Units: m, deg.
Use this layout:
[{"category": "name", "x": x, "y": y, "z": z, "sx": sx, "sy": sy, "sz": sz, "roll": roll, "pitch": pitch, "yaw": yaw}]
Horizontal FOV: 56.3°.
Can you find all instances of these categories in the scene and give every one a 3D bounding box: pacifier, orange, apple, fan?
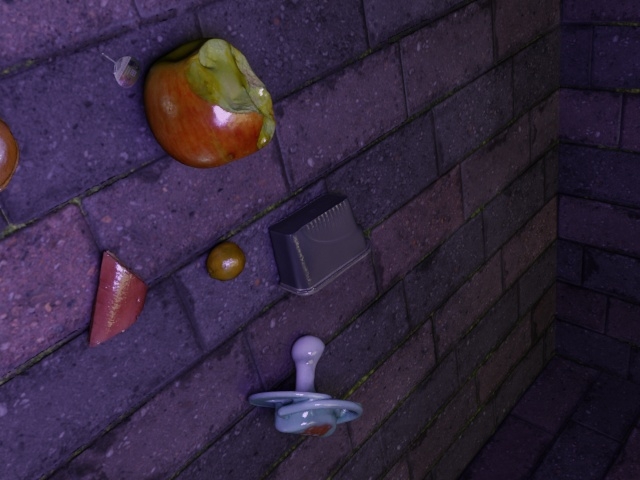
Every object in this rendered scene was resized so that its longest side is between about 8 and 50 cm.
[{"category": "pacifier", "x": -0.024, "y": 0.387, "z": 1.612, "sx": 0.343, "sy": 0.288, "sz": 0.269, "roll": 29, "pitch": 56, "yaw": -52}, {"category": "orange", "x": -0.217, "y": 0.050, "z": 1.371, "sx": 0.095, "sy": 0.085, "sz": 0.085, "roll": -39, "pitch": 130, "yaw": -21}, {"category": "apple", "x": -0.209, "y": -0.264, "z": 1.142, "sx": 0.246, "sy": 0.246, "sz": 0.226, "roll": -36, "pitch": 120, "yaw": -33}, {"category": "fan", "x": -0.368, "y": -0.329, "z": 1.125, "sx": 0.060, "sy": 0.003, "sz": 0.080, "roll": -44, "pitch": 132, "yaw": -28}]

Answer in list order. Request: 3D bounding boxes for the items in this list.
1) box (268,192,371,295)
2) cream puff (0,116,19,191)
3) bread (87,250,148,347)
[{"category": "box", "x": 0.000, "y": 0.000, "z": 1.551, "sx": 0.274, "sy": 0.138, "sz": 0.178, "roll": -35, "pitch": 123, "yaw": -34}, {"category": "cream puff", "x": -0.545, "y": -0.141, "z": 0.930, "sx": 0.126, "sy": 0.103, "sz": 0.144, "roll": -8, "pitch": 111, "yaw": -59}, {"category": "bread", "x": -0.401, "y": 0.116, "z": 1.206, "sx": 0.119, "sy": 0.067, "sz": 0.192, "roll": 2, "pitch": 103, "yaw": -47}]
